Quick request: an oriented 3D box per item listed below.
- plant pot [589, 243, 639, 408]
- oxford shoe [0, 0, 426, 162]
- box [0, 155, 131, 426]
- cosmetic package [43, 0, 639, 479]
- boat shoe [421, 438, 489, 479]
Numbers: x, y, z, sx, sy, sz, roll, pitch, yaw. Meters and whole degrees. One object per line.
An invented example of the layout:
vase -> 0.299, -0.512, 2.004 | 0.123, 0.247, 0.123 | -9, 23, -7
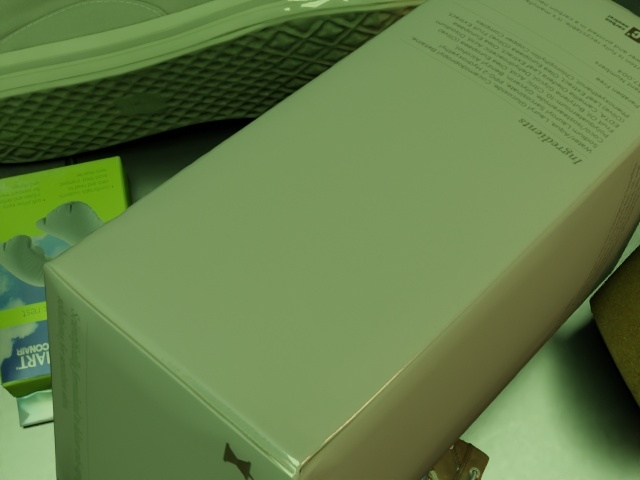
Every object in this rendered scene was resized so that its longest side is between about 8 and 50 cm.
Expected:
plant pot -> 0.314, 0.029, 0.751 | 0.254, 0.237, 0.237 | -29, 71, 15
oxford shoe -> -0.074, -0.162, 0.852 | 0.450, 0.169, 0.130 | -9, 69, 3
box -> -0.182, 0.035, 0.844 | 0.109, 0.042, 0.178 | -12, 70, -3
cosmetic package -> 0.040, 0.017, 0.629 | 0.155, 0.197, 0.365 | 37, 52, 20
boat shoe -> 0.058, 0.198, 0.665 | 0.066, 0.066, 0.183 | 12, 75, 3
